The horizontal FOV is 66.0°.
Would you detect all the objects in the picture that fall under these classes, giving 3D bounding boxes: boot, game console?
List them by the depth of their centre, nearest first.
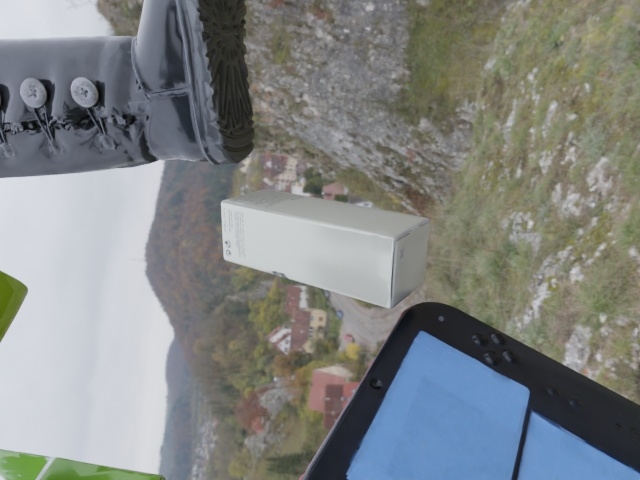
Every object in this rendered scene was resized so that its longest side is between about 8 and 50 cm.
[{"bbox_3d":[0.189,0.237,0.505,0.386,0.342,0.060,-44,-28,-49],"label":"game console"},{"bbox_3d":[-0.334,-0.279,0.707,0.146,0.445,0.367,-27,-64,-70],"label":"boot"}]

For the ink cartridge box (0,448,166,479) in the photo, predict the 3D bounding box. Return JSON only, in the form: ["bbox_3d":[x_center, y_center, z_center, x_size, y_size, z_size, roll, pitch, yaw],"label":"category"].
[{"bbox_3d":[-0.286,0.323,0.524,0.097,0.255,0.189,-74,-14,-54],"label":"ink cartridge box"}]

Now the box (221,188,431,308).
[{"bbox_3d":[0.000,0.000,0.673,0.113,0.275,0.094,-24,-59,-51],"label":"box"}]

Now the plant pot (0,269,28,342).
[{"bbox_3d":[-0.390,0.094,0.342,0.228,0.207,0.227,-48,26,0],"label":"plant pot"}]
